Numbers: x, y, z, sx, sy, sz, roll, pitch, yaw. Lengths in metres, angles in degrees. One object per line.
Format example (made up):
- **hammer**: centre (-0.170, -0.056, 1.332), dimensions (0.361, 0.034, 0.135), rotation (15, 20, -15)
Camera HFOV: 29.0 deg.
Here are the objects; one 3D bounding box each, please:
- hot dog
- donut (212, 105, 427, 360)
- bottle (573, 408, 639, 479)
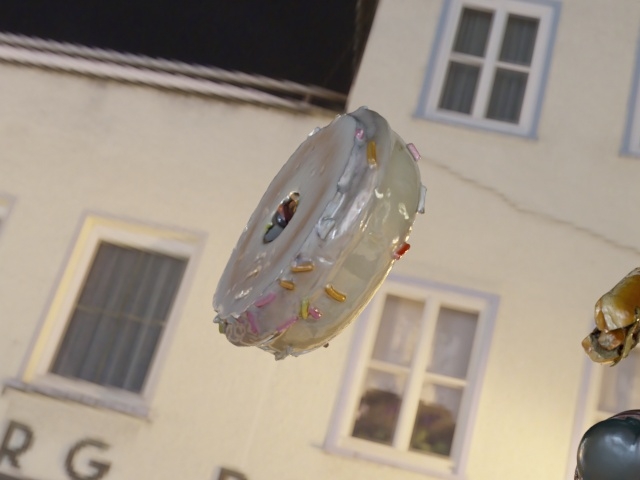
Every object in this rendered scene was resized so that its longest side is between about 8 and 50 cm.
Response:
- **hot dog**: centre (0.444, 0.101, 1.772), dimensions (0.072, 0.269, 0.109), rotation (28, -61, 22)
- **donut**: centre (0.000, 0.000, 1.687), dimensions (0.142, 0.383, 0.382), rotation (33, -32, -16)
- **bottle**: centre (0.350, 0.245, 1.294), dimensions (0.143, 0.156, 0.271), rotation (35, 2, 33)
